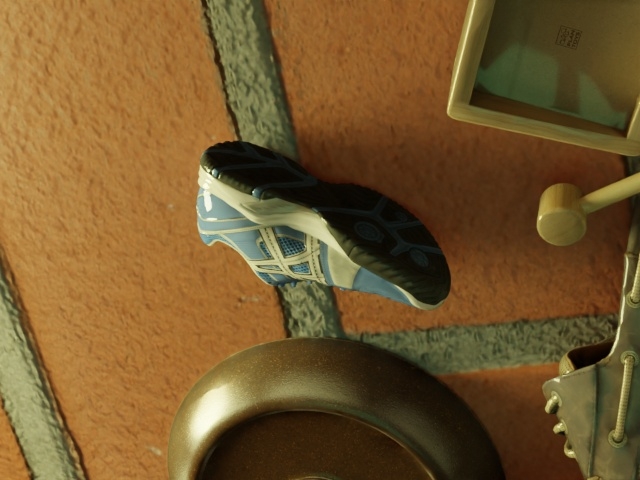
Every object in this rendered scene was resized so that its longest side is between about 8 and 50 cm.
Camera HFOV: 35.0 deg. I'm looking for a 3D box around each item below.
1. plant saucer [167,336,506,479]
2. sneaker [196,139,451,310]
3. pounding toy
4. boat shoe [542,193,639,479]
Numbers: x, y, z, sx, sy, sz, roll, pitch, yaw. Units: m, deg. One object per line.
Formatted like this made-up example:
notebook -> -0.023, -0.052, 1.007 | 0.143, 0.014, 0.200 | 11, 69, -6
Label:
plant saucer -> 0.005, 0.230, 0.888 | 0.311, 0.050, 0.310 | 6, 115, 13
sneaker -> 0.000, 0.000, 0.774 | 0.211, 0.080, 0.081 | 28, 124, 11
pounding toy -> 0.179, -0.104, 0.672 | 0.181, 0.094, 0.206 | 12, 125, 3
boat shoe -> 0.235, 0.113, 0.731 | 0.130, 0.132, 0.355 | 20, 101, 24
